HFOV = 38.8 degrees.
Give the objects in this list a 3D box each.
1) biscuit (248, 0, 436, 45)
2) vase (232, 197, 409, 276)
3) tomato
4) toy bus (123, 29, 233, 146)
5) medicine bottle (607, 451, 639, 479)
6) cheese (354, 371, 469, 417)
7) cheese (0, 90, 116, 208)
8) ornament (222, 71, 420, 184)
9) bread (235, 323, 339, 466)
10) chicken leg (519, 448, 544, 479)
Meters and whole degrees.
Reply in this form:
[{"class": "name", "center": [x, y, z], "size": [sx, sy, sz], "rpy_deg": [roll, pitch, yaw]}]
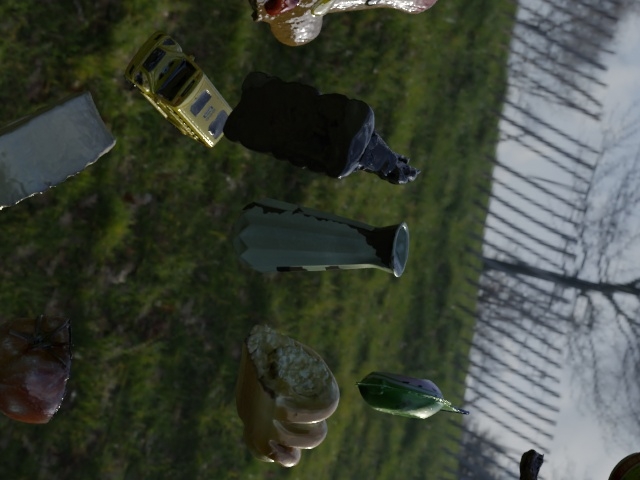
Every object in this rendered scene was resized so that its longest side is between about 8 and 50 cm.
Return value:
[{"class": "biscuit", "center": [0.055, -0.498, 1.691], "size": [0.368, 0.394, 0.076], "rpy_deg": [93, -16, -63]}, {"class": "vase", "center": [0.000, 0.000, 1.930], "size": [0.165, 0.360, 0.165], "rpy_deg": [5, 90, -71]}, {"class": "tomato", "center": [-0.565, 0.233, 1.716], "size": [0.180, 0.155, 0.214], "rpy_deg": [-64, -150, 23]}, {"class": "toy bus", "center": [-0.327, -0.356, 2.176], "size": [0.145, 0.151, 0.331], "rpy_deg": [-52, 158, -5]}, {"class": "medicine bottle", "center": [0.608, 0.475, 1.579], "size": [0.225, 0.139, 0.139], "rpy_deg": [-123, -134, -71]}, {"class": "cheese", "center": [0.197, 0.331, 1.915], "size": [0.320, 0.204, 0.083], "rpy_deg": [24, 72, -46]}, {"class": "cheese", "center": [-0.624, -0.195, 1.971], "size": [0.292, 0.332, 0.153], "rpy_deg": [4, -59, 59]}, {"class": "ornament", "center": [0.031, -0.132, 1.245], "size": [0.260, 0.251, 0.106], "rpy_deg": [15, 98, -52]}, {"class": "bread", "center": [-0.078, 0.374, 2.109], "size": [0.315, 0.211, 0.270], "rpy_deg": [-121, -143, -63]}, {"class": "chicken leg", "center": [0.356, 0.566, 1.828], "size": [0.177, 0.322, 0.083], "rpy_deg": [52, -3, 47]}]
